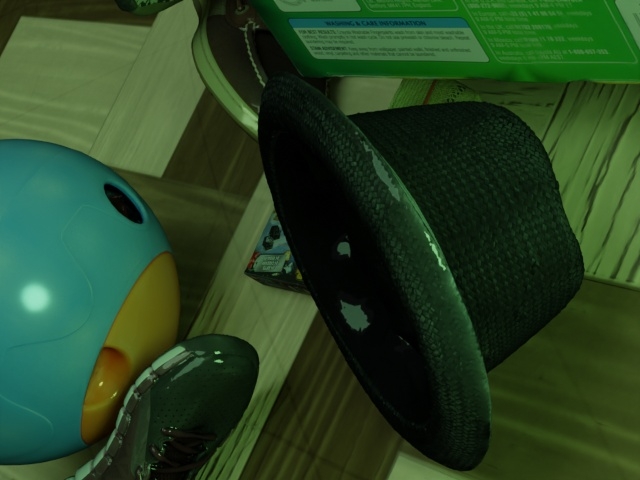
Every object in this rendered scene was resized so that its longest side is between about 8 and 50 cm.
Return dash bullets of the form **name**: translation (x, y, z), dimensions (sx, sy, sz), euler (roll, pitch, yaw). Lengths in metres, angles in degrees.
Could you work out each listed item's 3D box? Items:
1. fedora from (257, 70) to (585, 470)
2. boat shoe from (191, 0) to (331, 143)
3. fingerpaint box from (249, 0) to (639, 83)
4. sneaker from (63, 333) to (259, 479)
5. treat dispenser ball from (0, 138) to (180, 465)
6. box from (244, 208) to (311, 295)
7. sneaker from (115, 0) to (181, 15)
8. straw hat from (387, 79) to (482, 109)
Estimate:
- **fedora**: translation (0.082, -0.002, 1.143), dimensions (0.153, 0.334, 0.334), euler (-24, 36, -11)
- **boat shoe**: translation (-0.037, -0.201, 1.496), dimensions (0.123, 0.123, 0.342), euler (-44, 32, 22)
- **fingerpaint box**: translation (0.196, -0.293, 1.121), dimensions (0.445, 0.163, 0.371), euler (8, 55, 44)
- **sneaker**: translation (-0.123, 0.218, 1.321), dimensions (0.281, 0.106, 0.162), euler (-52, 40, 27)
- **treat dispenser ball**: translation (-0.268, 0.055, 1.435), dimensions (0.288, 0.288, 0.288), euler (-30, 45, 34)
- **box**: translation (0.000, 0.000, 1.378), dimensions (0.137, 0.027, 0.094), euler (11, 72, 53)
- **sneaker**: translation (-0.008, -0.324, 1.445), dimensions (0.410, 0.158, 0.182), euler (-38, 50, -13)
- **straw hat**: translation (0.097, -0.097, 1.300), dimensions (0.061, 0.144, 0.144), euler (26, 84, 12)
